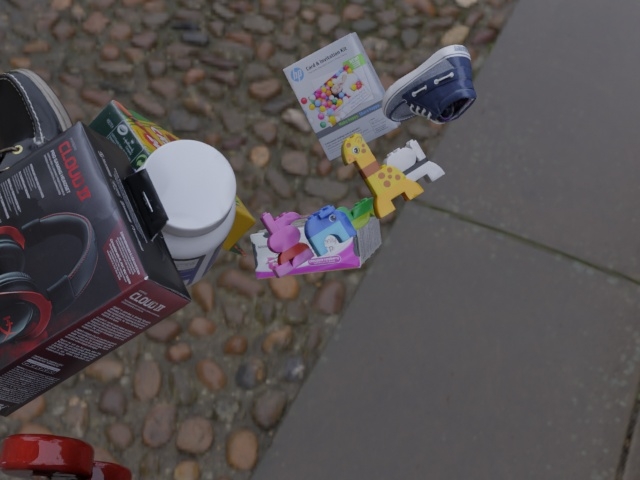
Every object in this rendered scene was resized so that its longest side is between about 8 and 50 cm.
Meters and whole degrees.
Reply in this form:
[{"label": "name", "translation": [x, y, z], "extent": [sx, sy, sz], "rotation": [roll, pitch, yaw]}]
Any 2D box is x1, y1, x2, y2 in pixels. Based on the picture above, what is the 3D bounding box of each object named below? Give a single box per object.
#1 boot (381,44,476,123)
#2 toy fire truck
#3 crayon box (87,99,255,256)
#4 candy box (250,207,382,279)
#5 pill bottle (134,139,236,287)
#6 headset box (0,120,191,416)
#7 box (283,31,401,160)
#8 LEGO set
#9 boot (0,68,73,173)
[{"label": "boot", "translation": [0.155, -0.202, 1.478], "extent": [0.069, 0.190, 0.086], "rotation": [5, 66, -28]}, {"label": "toy fire truck", "translation": [-0.211, 0.321, 1.109], "extent": [0.253, 0.302, 0.169], "rotation": [-1, 66, 11]}, {"label": "crayon box", "translation": [-0.243, -0.102, 1.764], "extent": [0.081, 0.318, 0.202], "rotation": [-45, 56, 10]}, {"label": "candy box", "translation": [0.000, 0.000, 1.550], "extent": [0.159, 0.071, 0.233], "rotation": [-7, 6, 13]}, {"label": "pill bottle", "translation": [-0.200, -0.033, 1.407], "extent": [0.153, 0.265, 0.153], "rotation": [5, 71, -14]}, {"label": "headset box", "translation": [-0.298, 0.026, 1.126], "extent": [0.293, 0.110, 0.218], "rotation": [-31, 66, 9]}, {"label": "box", "translation": [0.039, -0.257, 1.811], "extent": [0.145, 0.186, 0.038], "rotation": [-24, 6, 21]}, {"label": "LEGO set", "translation": [0.031, -0.059, 1.110], "extent": [0.227, 0.087, 0.093], "rotation": [-32, 94, -13]}, {"label": "boot", "translation": [-0.496, -0.073, 1.488], "extent": [0.284, 0.138, 0.377], "rotation": [-11, 86, -50]}]
